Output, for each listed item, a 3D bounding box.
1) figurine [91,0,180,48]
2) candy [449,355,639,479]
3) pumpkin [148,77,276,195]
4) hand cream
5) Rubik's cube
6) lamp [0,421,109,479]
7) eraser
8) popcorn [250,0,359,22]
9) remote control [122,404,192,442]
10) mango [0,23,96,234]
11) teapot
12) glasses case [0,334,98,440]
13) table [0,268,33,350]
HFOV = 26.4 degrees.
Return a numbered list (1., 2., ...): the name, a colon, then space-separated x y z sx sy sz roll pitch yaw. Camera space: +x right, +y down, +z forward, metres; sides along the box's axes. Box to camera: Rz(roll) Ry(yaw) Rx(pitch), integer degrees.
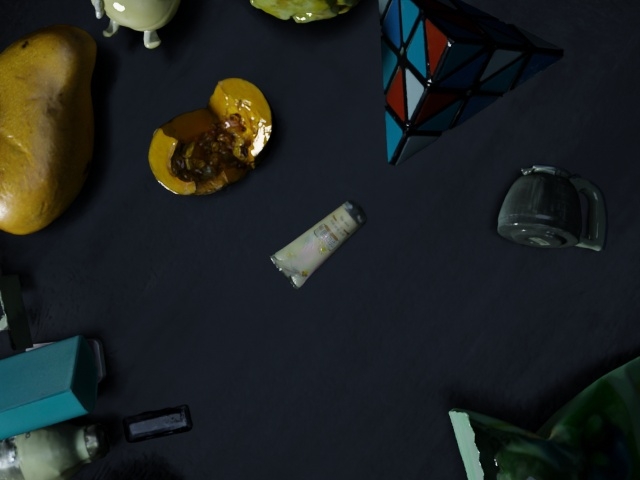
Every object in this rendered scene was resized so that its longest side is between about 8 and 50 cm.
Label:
1. figurine: -0.197 -0.445 1.777 0.227 0.274 0.394 17 109 2
2. candy: 0.373 0.296 1.810 0.398 0.172 0.262 -16 94 -10
3. pumpkin: -0.136 -0.134 1.848 0.183 0.107 0.119 -32 82 10
4. hand cream: 0.000 0.000 1.881 0.143 0.039 0.061 -41 91 7
5. Rubik's cube: 0.130 -0.293 1.813 0.284 0.250 0.234 -34 70 7
6. lamp: -0.406 0.299 1.871 0.250 0.101 0.101 -13 90 7
7. eraser: -0.355 0.171 1.902 0.105 0.026 0.065 -7 89 4
8. popcorn: -0.028 -0.393 1.806 0.221 0.183 0.204 43 79 14
9. remote control: -0.228 0.256 1.904 0.096 0.014 0.039 -11 90 2
10. mango: -0.388 -0.151 1.854 0.177 0.120 0.294 17 90 10
11. teapot: 0.317 -0.047 1.831 0.149 0.111 0.108 8 77 8
12. glasses case: -0.450 0.226 1.850 0.301 0.117 0.070 -19 126 13
13. table: -0.487 0.080 1.868 0.146 0.062 0.175 -14 87 19
